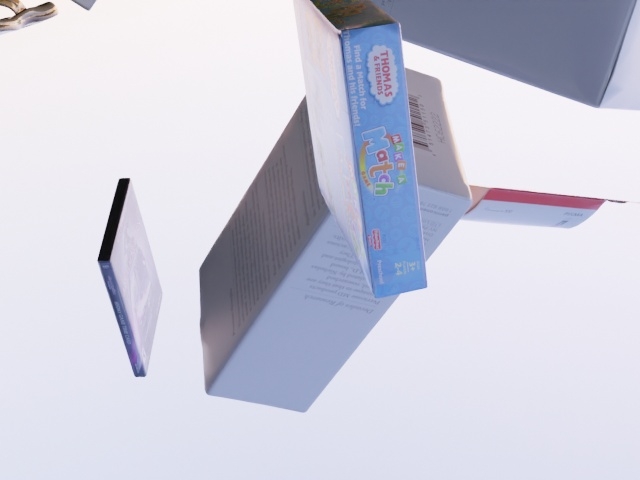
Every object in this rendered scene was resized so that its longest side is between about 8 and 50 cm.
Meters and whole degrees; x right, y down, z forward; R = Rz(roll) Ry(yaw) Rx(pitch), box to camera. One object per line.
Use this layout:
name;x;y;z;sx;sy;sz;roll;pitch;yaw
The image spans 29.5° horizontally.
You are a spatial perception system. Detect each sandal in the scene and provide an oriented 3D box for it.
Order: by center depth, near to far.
sandal;-0.383;-0.274;1.466;0.072;0.049;0.180;-10;-165;26

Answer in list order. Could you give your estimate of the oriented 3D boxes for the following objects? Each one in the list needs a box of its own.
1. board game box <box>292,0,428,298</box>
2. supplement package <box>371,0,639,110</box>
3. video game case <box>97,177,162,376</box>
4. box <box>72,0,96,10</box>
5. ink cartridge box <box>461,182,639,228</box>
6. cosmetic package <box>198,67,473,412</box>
board game box;0.021;-0.077;0.778;0.039;0.160;0.211;-10;-159;-5
supplement package;0.193;-0.250;1.172;0.293;0.175;0.177;25;-164;28
video game case;-0.309;0.063;2.003;0.026;0.274;0.196;-2;-137;6
box;-0.305;-0.366;1.126;0.148;0.311;0.121;-54;-165;21
ink cartridge box;0.267;-0.040;1.559;0.189;0.066;0.232;4;-171;-27
cosmetic package;0.000;0.000;1.585;0.453;0.161;0.230;-54;-149;40
